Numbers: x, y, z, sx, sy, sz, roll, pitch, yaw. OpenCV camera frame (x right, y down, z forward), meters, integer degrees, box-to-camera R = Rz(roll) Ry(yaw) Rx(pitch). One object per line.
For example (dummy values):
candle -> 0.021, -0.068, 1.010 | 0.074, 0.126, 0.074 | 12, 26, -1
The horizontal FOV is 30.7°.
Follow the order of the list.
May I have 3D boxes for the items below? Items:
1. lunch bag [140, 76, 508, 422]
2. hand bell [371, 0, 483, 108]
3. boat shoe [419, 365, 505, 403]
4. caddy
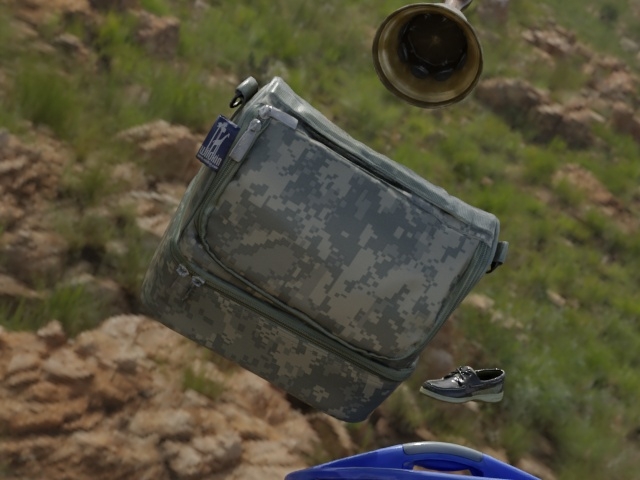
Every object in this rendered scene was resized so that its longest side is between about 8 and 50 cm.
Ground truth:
lunch bag -> 0.000, 0.000, 1.171 | 0.305, 0.256, 0.212 | 31, 38, -8
hand bell -> 0.151, -0.264, 1.375 | 0.126, 0.126, 0.242 | 29, 37, 0
boat shoe -> 0.203, 0.202, 1.653 | 0.152, 0.049, 0.056 | 5, 12, -42
caddy -> 0.127, 0.308, 1.256 | 0.341, 0.241, 0.179 | 8, 72, -9
